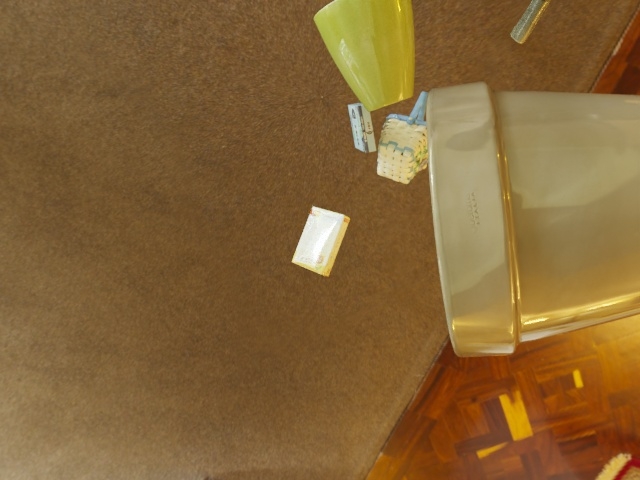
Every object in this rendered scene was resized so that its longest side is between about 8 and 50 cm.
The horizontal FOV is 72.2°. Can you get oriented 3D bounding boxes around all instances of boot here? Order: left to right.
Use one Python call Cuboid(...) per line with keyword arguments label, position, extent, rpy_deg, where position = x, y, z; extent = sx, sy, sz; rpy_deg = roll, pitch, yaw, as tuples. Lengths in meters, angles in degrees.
Cuboid(label="boot", position=(0.723, -0.768, 1.471), extent=(0.076, 0.189, 0.208), rpy_deg=(34, 131, -1))

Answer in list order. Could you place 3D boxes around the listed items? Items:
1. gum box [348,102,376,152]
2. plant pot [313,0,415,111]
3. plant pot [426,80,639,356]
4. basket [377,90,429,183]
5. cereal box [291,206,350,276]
Cuboid(label="gum box", position=(0.143, -0.394, 1.523), extent=(0.041, 0.184, 0.156), rpy_deg=(-13, 108, -2))
Cuboid(label="plant pot", position=(0.159, -0.534, 1.259), extent=(0.275, 0.274, 0.293), rpy_deg=(-19, 104, 6))
Cuboid(label="plant pot", position=(0.281, -0.035, 0.491), extent=(0.281, 0.323, 0.322), rpy_deg=(-7, 109, 21))
Cuboid(label="basket", position=(0.329, -0.374, 1.640), extent=(0.201, 0.254, 0.288), rpy_deg=(18, 67, 15))
Cuboid(label="cereal box", position=(0.000, 0.000, 1.690), extent=(0.047, 0.173, 0.239), rpy_deg=(23, 88, -48))
